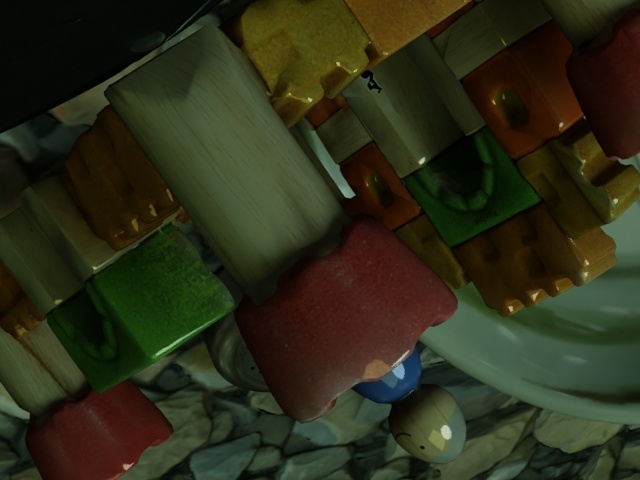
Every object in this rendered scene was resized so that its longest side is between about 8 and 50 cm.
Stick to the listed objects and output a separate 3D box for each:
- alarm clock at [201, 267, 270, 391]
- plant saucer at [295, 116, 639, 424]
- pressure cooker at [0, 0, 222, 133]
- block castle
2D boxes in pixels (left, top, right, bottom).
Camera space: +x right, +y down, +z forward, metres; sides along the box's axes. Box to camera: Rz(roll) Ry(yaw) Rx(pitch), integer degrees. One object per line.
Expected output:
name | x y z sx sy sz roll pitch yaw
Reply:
alarm clock | -0.045 0.063 1.212 0.192 0.064 0.129 1 134 -24
plant saucer | 0.174 -0.067 1.019 0.100 0.400 0.400 -46 162 -47
pressure cooker | -0.210 -0.257 0.519 0.370 0.420 0.375 -17 166 -42
block castle | 0.000 0.000 0.849 0.303 0.212 0.453 -36 -178 -28
